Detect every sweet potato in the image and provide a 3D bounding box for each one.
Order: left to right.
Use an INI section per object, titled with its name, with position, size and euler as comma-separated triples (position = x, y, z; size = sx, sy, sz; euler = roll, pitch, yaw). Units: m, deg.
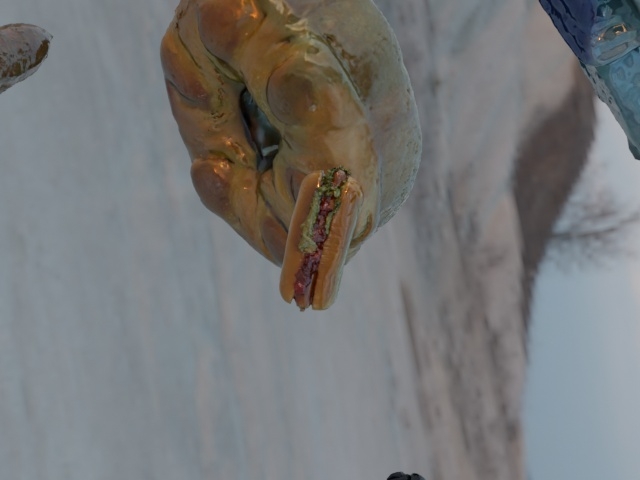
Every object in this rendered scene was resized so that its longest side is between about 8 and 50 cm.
[sweet potato]
position = -0.296, -0.142, 1.473
size = 0.206, 0.060, 0.068
euler = -20, 124, -47

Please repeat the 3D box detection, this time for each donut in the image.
[donut]
position = -0.031, -0.125, 1.727
size = 0.299, 0.150, 0.317
euler = 48, -31, 11

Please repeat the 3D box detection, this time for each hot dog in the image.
[hot dog]
position = 0.000, 0.000, 0.942
size = 0.021, 0.037, 0.083
euler = -63, 165, -72

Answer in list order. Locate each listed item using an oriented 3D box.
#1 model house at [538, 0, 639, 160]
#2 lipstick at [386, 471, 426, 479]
[model house]
position = 0.266, -0.271, 1.236
size = 0.329, 0.295, 0.252
euler = 47, 17, -47
[lipstick]
position = 0.147, 0.347, 1.664
size = 0.418, 0.077, 0.077
euler = 56, 20, -46
